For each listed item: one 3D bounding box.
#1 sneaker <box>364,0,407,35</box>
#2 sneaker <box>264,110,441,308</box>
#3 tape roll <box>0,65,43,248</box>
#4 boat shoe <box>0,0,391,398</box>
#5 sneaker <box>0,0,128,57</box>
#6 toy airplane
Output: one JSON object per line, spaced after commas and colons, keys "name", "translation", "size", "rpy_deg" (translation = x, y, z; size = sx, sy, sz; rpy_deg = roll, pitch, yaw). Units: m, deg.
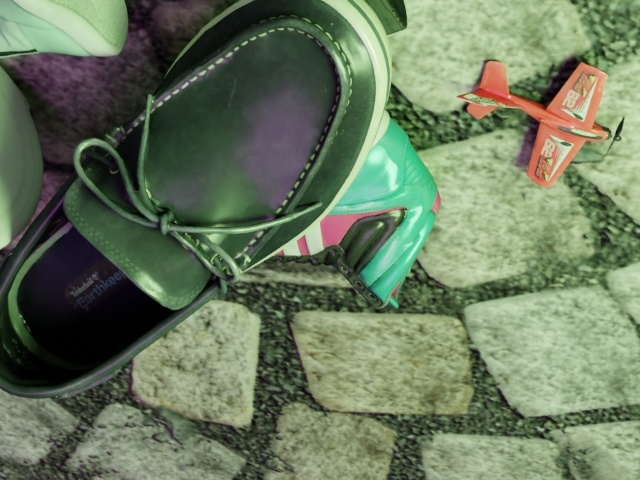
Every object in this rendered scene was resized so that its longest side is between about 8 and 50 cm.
{"name": "sneaker", "translation": [0.012, -0.205, 1.517], "size": [0.089, 0.051, 0.170], "rpy_deg": [-14, 136, 21]}
{"name": "sneaker", "translation": [0.000, 0.000, 1.705], "size": [0.295, 0.124, 0.178], "rpy_deg": [-31, 114, 37]}
{"name": "tape roll", "translation": [-0.392, -0.064, 1.631], "size": [0.246, 0.246, 0.169], "rpy_deg": [36, 134, -25]}
{"name": "boat shoe", "translation": [-0.125, -0.025, 1.563], "size": [0.187, 0.156, 0.500], "rpy_deg": [46, 120, -4]}
{"name": "sneaker", "translation": [-0.280, -0.215, 1.509], "size": [0.151, 0.094, 0.256], "rpy_deg": [-4, 156, 21]}
{"name": "toy airplane", "translation": [0.190, -0.110, 1.597], "size": [0.151, 0.028, 0.151], "rpy_deg": [7, 137, 6]}
